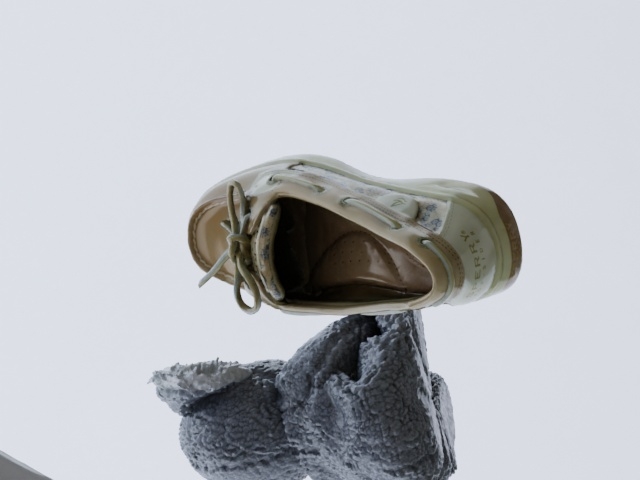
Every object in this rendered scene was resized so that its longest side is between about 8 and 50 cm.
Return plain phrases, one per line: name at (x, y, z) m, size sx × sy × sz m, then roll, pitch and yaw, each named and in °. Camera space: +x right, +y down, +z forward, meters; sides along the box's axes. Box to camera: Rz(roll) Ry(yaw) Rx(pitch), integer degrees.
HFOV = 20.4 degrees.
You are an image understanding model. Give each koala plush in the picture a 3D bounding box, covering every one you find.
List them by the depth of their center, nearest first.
koala plush at (-0.016, 0.140, 1.423) m, size 0.203 × 0.221 × 0.196 m, roll -88°, pitch -18°, yaw -61°

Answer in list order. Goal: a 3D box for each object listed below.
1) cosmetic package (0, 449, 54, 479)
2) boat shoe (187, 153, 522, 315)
cosmetic package at (-0.293, 0.351, 1.078) m, size 0.161 × 0.230 × 0.453 m, roll 27°, pitch -141°, yaw 9°
boat shoe at (0.000, 0.000, 1.212) m, size 0.089 × 0.285 × 0.105 m, roll -22°, pitch -74°, yaw -45°
